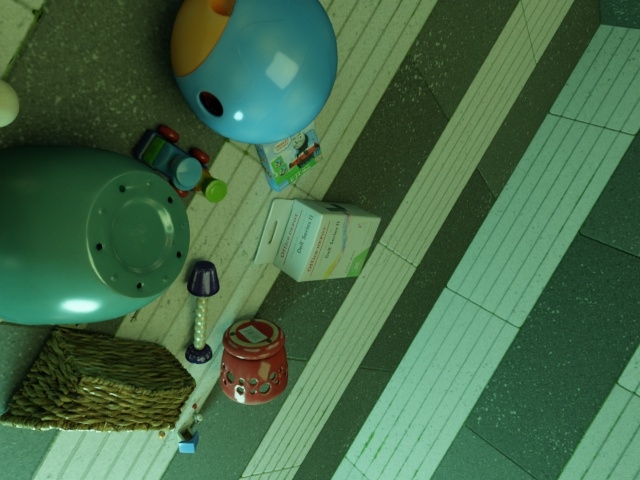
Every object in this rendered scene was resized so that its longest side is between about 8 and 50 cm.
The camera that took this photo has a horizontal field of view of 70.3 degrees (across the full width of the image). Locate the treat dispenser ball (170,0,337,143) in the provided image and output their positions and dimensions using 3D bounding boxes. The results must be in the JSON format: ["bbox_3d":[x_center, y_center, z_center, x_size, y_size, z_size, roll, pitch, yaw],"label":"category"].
[{"bbox_3d":[-0.113,-0.317,0.799,0.288,0.288,0.288,-29,134,-34],"label":"treat dispenser ball"}]

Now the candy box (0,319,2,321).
[{"bbox_3d":[-0.601,0.033,0.637,0.183,0.087,0.316,-46,140,-16],"label":"candy box"}]

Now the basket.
[{"bbox_3d":[-0.440,0.345,0.947,0.223,0.213,0.299,-59,143,-1],"label":"basket"}]

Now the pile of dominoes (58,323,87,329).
[{"bbox_3d":[-0.486,0.075,0.849,0.196,0.040,0.251,-59,144,0],"label":"pile of dominoes"}]

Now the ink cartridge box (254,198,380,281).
[{"bbox_3d":[0.000,0.000,1.293,0.353,0.119,0.207,-1,115,-49],"label":"ink cartridge box"}]

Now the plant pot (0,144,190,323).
[{"bbox_3d":[-0.349,-0.007,0.696,0.293,0.235,0.293,-5,95,-62],"label":"plant pot"}]

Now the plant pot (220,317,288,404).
[{"bbox_3d":[-0.180,0.322,1.258,0.191,0.191,0.174,-17,121,-42],"label":"plant pot"}]

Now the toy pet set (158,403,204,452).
[{"bbox_3d":[-0.383,0.545,1.279,0.122,0.065,0.114,-23,131,-38],"label":"toy pet set"}]

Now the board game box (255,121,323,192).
[{"bbox_3d":[-0.081,-0.244,1.096,0.160,0.039,0.212,-41,139,-22],"label":"board game box"}]

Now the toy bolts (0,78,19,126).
[{"bbox_3d":[-0.461,-0.129,0.577,0.158,0.228,0.218,-22,134,-28],"label":"toy bolts"}]

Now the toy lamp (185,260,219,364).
[{"bbox_3d":[-0.290,0.177,1.118,0.080,0.080,0.275,-18,128,-41],"label":"toy lamp"}]

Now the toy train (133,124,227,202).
[{"bbox_3d":[-0.236,-0.118,0.916,0.105,0.143,0.248,-57,143,-2],"label":"toy train"}]

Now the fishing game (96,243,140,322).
[{"bbox_3d":[-0.426,0.046,0.857,0.264,0.041,0.189,44,60,-43],"label":"fishing game"}]
